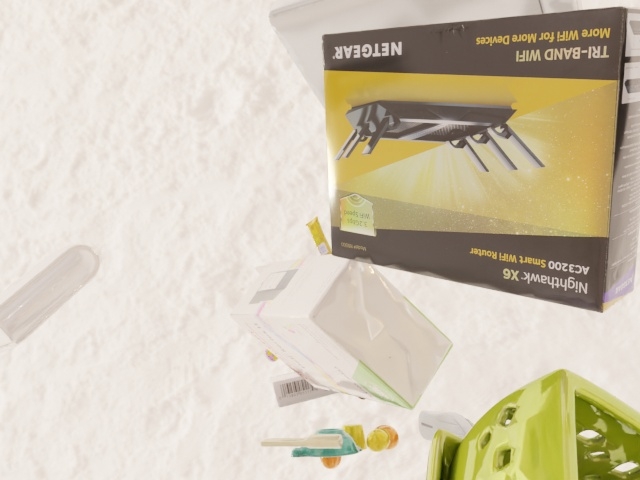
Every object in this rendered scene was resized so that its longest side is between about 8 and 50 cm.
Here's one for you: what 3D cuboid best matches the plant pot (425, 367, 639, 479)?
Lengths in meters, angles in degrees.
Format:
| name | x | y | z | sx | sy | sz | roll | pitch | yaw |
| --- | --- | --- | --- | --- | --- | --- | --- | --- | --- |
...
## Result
| name | x | y | z | sx | sy | sz | roll | pitch | yaw |
| --- | --- | --- | --- | --- | --- | --- | --- | --- | --- |
| plant pot | 0.222 | 0.290 | 0.621 | 0.207 | 0.227 | 0.228 | -36 | 29 | 42 |

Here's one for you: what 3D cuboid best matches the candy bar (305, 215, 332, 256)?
| name | x | y | z | sx | sy | sz | roll | pitch | yaw |
| --- | --- | --- | --- | --- | --- | --- | --- | --- | --- |
| candy bar | 0.000 | 0.000 | 1.686 | 0.040 | 0.018 | 0.161 | -33 | 50 | 11 |

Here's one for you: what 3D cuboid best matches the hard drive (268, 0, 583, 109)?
| name | x | y | z | sx | sy | sz | roll | pitch | yaw |
| --- | --- | --- | --- | --- | --- | --- | --- | --- | --- |
| hard drive | 0.139 | -0.240 | 0.820 | 0.353 | 0.233 | 0.047 | -4 | 53 | 32 |

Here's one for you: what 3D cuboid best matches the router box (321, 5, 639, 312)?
| name | x | y | z | sx | sy | sz | roll | pitch | yaw |
| --- | --- | --- | --- | --- | --- | --- | --- | --- | --- |
| router box | 0.141 | -0.084 | 0.633 | 0.309 | 0.081 | 0.243 | 10 | 110 | 42 |

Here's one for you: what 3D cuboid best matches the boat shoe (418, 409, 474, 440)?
| name | x | y | z | sx | sy | sz | roll | pitch | yaw |
| --- | --- | --- | --- | --- | --- | --- | --- | --- | --- |
| boat shoe | 0.337 | 0.471 | 1.634 | 0.094 | 0.302 | 0.109 | -2 | 88 | -13 |

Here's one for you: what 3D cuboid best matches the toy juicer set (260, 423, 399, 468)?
| name | x | y | z | sx | sy | sz | roll | pitch | yaw |
| --- | --- | --- | --- | --- | --- | --- | --- | --- | --- |
| toy juicer set | 0.050 | 0.479 | 1.501 | 0.209 | 0.329 | 0.089 | -12 | 75 | 40 |

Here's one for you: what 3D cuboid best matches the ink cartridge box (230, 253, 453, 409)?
| name | x | y | z | sx | sy | sz | roll | pitch | yaw |
| --- | --- | --- | --- | --- | --- | --- | --- | --- | --- |
| ink cartridge box | 0.002 | 0.133 | 0.999 | 0.119 | 0.207 | 0.353 | -54 | 19 | -22 |

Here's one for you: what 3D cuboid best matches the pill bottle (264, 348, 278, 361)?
| name | x | y | z | sx | sy | sz | roll | pitch | yaw |
| --- | --- | --- | --- | --- | --- | --- | --- | --- | --- |
| pill bottle | -0.109 | 0.286 | 1.757 | 0.083 | 0.043 | 0.043 | -44 | 67 | 16 |

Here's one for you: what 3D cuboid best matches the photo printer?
| name | x | y | z | sx | sy | sz | roll | pitch | yaw |
| --- | --- | --- | --- | --- | --- | --- | --- | --- | --- |
| photo printer | -0.681 | 0.129 | 1.578 | 0.256 | 0.307 | 0.107 | -18 | 115 | 46 |

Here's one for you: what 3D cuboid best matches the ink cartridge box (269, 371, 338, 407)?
| name | x | y | z | sx | sy | sz | roll | pitch | yaw |
| --- | --- | --- | --- | --- | --- | --- | --- | --- | --- |
| ink cartridge box | -0.008 | 0.275 | 1.340 | 0.189 | 0.232 | 0.066 | -12 | 93 | -8 |
